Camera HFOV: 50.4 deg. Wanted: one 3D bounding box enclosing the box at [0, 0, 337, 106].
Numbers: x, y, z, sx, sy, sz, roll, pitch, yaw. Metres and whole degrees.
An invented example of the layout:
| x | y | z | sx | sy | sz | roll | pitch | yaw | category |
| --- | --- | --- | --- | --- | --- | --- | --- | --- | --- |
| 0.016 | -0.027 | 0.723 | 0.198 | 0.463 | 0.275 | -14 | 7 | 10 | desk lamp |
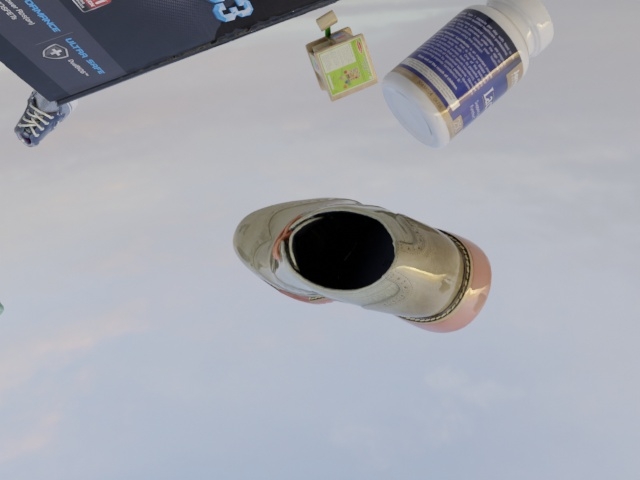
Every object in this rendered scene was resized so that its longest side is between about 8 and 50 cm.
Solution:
| x | y | z | sx | sy | sz | roll | pitch | yaw | category |
| --- | --- | --- | --- | --- | --- | --- | --- | --- | --- |
| -0.115 | -0.222 | 0.417 | 0.293 | 0.073 | 0.295 | -18 | 162 | 4 | box |

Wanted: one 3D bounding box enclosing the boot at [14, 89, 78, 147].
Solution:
| x | y | z | sx | sy | sz | roll | pitch | yaw | category |
| --- | --- | --- | --- | --- | --- | --- | --- | --- | --- |
| -0.449 | -0.202 | 1.101 | 0.086 | 0.069 | 0.190 | -58 | -164 | -17 | boot |

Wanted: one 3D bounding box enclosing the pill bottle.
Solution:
| x | y | z | sx | sy | sz | roll | pitch | yaw | category |
| --- | --- | --- | --- | --- | --- | --- | --- | --- | --- |
| 0.242 | -0.288 | 1.119 | 0.264 | 0.153 | 0.153 | -41 | -150 | -4 | pill bottle |

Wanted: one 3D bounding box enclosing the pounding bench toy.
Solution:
| x | y | z | sx | sy | sz | roll | pitch | yaw | category |
| --- | --- | --- | --- | --- | --- | --- | --- | --- | --- |
| 0.015 | -0.196 | 0.695 | 0.052 | 0.083 | 0.065 | -23 | -153 | -1 | pounding bench toy |

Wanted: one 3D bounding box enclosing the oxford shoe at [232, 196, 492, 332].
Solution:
| x | y | z | sx | sy | sz | roll | pitch | yaw | category |
| --- | --- | --- | --- | --- | --- | --- | --- | --- | --- |
| 0.000 | 0.000 | 0.786 | 0.146 | 0.140 | 0.397 | 23 | 169 | -40 | oxford shoe |

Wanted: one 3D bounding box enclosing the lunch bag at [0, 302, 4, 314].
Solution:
| x | y | z | sx | sy | sz | roll | pitch | yaw | category |
| --- | --- | --- | --- | --- | --- | --- | --- | --- | --- |
| -0.721 | 0.053 | 1.176 | 0.160 | 0.223 | 0.262 | -44 | -115 | -6 | lunch bag |
